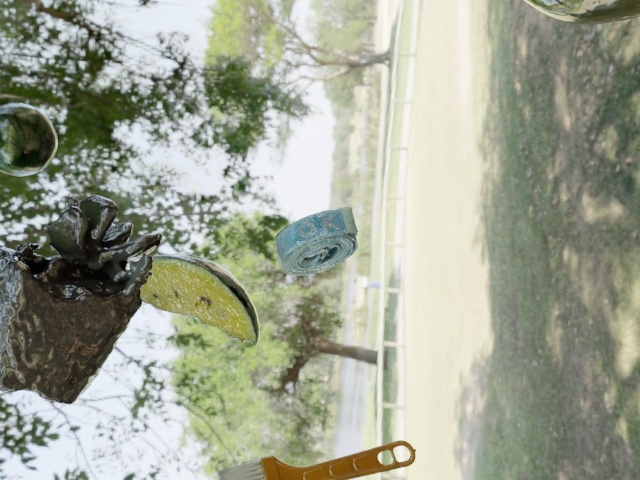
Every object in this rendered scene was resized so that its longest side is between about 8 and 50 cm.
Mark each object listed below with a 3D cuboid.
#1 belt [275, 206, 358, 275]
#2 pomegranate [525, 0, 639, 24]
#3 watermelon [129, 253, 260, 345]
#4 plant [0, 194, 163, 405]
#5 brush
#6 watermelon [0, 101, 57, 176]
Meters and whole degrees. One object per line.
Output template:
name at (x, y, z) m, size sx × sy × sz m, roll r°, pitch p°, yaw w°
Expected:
belt at (-0.008, 0.003, 1.271) m, size 0.148 × 0.163 × 0.082 m, roll 79°, pitch 178°, yaw -62°
pomegranate at (0.176, -0.232, 0.395) m, size 0.210 × 0.179 × 0.179 m, roll -86°, pitch 2°, yaw -66°
watermelon at (-0.244, 0.096, 1.238) m, size 0.123 × 0.301 × 0.129 m, roll 40°, pitch -111°, yaw -80°
plant at (-0.355, 0.070, 0.868) m, size 0.199 × 0.188 × 0.276 m, roll 7°, pitch 69°, yaw 57°
brush at (0.008, 0.348, 0.953) m, size 0.017 × 0.314 × 0.090 m, roll 114°, pitch 144°, yaw -49°
watermelon at (-0.416, -0.136, 0.893) m, size 0.105 × 0.062 × 0.106 m, roll -26°, pitch -52°, yaw -38°
